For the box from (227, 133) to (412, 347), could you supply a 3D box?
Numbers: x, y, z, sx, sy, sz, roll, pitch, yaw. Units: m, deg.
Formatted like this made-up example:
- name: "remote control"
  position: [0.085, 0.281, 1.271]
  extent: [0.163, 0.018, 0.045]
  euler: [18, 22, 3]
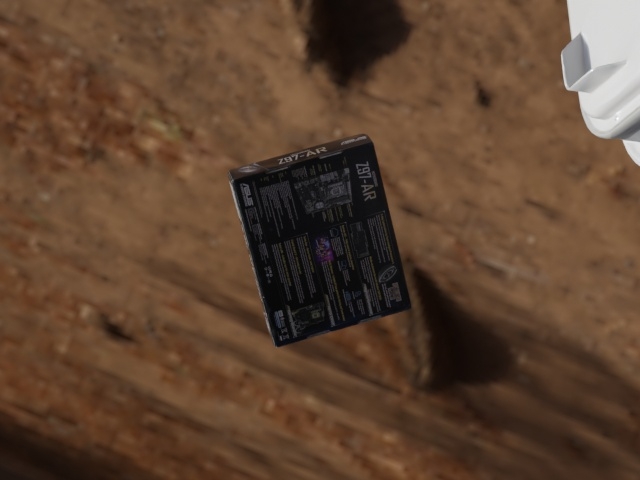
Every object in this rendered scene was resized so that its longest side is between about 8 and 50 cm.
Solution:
- name: "box"
  position: [0.000, 0.000, 0.847]
  extent: [0.067, 0.083, 0.018]
  euler: [-16, -161, -5]

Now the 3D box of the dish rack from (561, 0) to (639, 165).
- name: "dish rack"
  position: [0.223, -0.223, 1.131]
  extent: [0.072, 0.286, 0.333]
  euler: [4, 160, -20]
